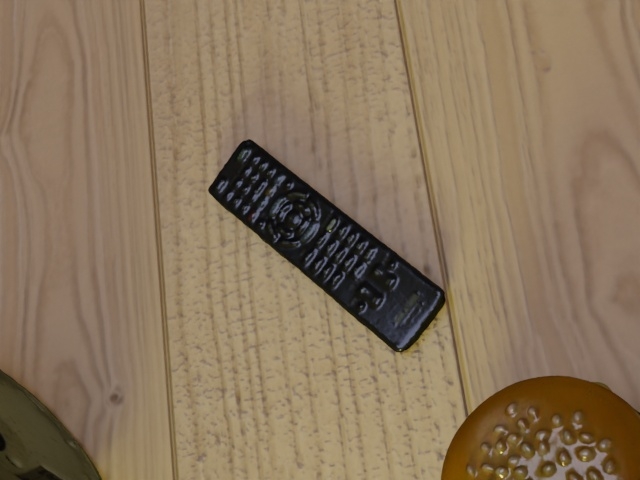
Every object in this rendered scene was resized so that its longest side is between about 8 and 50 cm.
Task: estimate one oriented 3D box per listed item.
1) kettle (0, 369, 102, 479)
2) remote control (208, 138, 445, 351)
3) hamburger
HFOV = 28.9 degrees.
[{"bbox_3d":[-0.339,0.306,0.956,0.361,0.250,0.377,41,93,3],"label":"kettle"},{"bbox_3d":[0.000,0.000,1.010,0.245,0.025,0.063,40,91,31],"label":"remote control"},{"bbox_3d":[0.156,0.167,0.815,0.162,0.115,0.162,-9,67,24],"label":"hamburger"}]
